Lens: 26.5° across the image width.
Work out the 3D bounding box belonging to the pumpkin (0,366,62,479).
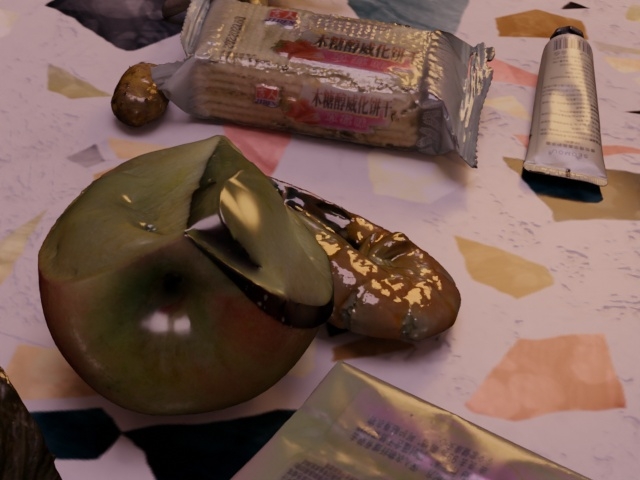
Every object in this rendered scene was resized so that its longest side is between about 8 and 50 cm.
[{"bbox_3d":[-0.226,0.154,0.819,0.248,0.126,0.131,35,48,30],"label":"pumpkin"}]

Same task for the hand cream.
[{"bbox_3d":[0.243,-0.133,1.337,0.080,0.050,0.234,10,43,2],"label":"hand cream"}]

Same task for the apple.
[{"bbox_3d":[-0.094,0.027,0.971,0.207,0.174,0.188,3,18,-3],"label":"apple"}]

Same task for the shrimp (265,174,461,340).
[{"bbox_3d":[0.000,0.000,1.109,0.267,0.061,0.145,27,33,27],"label":"shrimp"}]

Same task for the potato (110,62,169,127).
[{"bbox_3d":[-0.166,-0.135,1.265,0.051,0.040,0.083,22,40,-2],"label":"potato"}]

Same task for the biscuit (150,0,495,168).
[{"bbox_3d":[0.009,-0.161,1.300,0.309,0.079,0.186,10,40,5],"label":"biscuit"}]

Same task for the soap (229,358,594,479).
[{"bbox_3d":[0.043,0.201,0.795,0.199,0.138,0.182,24,40,21],"label":"soap"}]

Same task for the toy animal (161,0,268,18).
[{"bbox_3d":[-0.052,-0.308,1.452,0.168,0.121,0.233,6,45,24],"label":"toy animal"}]
